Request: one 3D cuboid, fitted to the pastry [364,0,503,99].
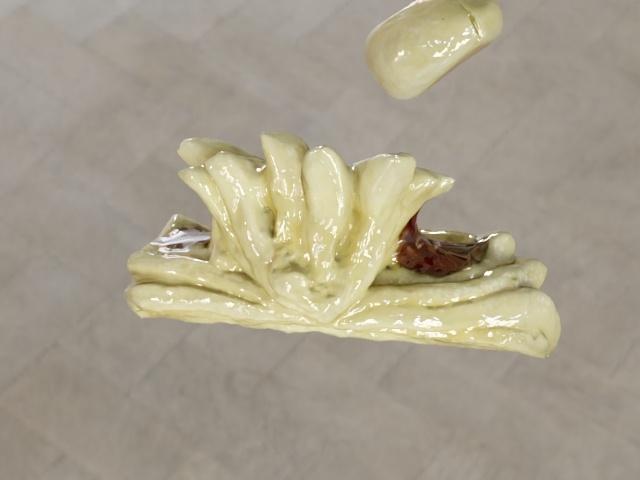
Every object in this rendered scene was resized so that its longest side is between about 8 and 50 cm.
[{"bbox_3d":[0.122,-0.220,1.776,0.092,0.156,0.156,53,51,-7],"label":"pastry"}]

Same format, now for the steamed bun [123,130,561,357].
[{"bbox_3d":[0.000,0.000,1.527,0.428,0.189,0.247,5,0,18],"label":"steamed bun"}]
